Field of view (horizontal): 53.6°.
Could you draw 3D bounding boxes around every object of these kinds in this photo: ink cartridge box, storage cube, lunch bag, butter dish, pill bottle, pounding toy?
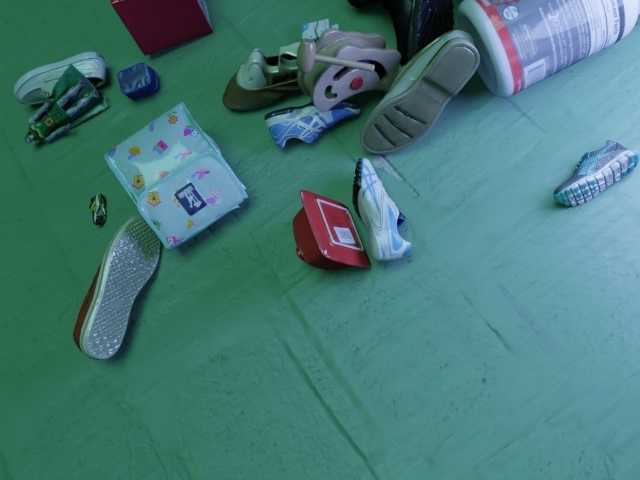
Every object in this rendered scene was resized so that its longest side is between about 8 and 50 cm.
[{"bbox_3d":[0.000,-0.494,1.501,0.083,0.028,0.048,-9,68,15],"label":"ink cartridge box"},{"bbox_3d":[-0.402,-0.617,1.588,0.193,0.215,0.184,-18,64,4],"label":"storage cube"},{"bbox_3d":[-0.310,-0.133,1.396,0.223,0.160,0.262,-34,72,-4],"label":"lunch bag"},{"bbox_3d":[0.000,0.000,1.260,0.118,0.160,0.160,-36,60,28],"label":"butter dish"},{"bbox_3d":[0.470,-0.448,1.223,0.362,0.210,0.210,-26,64,7],"label":"pill bottle"},{"bbox_3d":[0.057,-0.328,1.299,0.155,0.269,0.154,56,138,35],"label":"pounding toy"},{"bbox_3d":[-0.461,-0.398,1.601,0.098,0.065,0.067,-17,81,11],"label":"lunch bag"}]

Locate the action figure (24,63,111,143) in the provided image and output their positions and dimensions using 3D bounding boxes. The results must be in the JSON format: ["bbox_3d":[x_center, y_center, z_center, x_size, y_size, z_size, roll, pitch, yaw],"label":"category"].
[{"bbox_3d":[-0.674,-0.324,1.627,0.232,0.137,0.063,-37,20,11],"label":"action figure"}]

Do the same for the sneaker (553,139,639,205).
[{"bbox_3d":[0.502,-0.127,1.181,0.166,0.065,0.076,-30,47,2],"label":"sneaker"}]

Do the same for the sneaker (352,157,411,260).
[{"bbox_3d":[0.118,-0.064,1.274,0.086,0.085,0.237,-7,61,-12],"label":"sneaker"}]

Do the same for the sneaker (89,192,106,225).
[{"bbox_3d":[-0.537,-0.071,1.522,0.035,0.031,0.083,-18,60,26],"label":"sneaker"}]

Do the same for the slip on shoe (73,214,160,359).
[{"bbox_3d":[-0.450,0.095,1.383,0.101,0.123,0.331,-2,64,43],"label":"slip on shoe"}]

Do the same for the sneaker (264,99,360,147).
[{"bbox_3d":[-0.014,-0.264,1.401,0.211,0.080,0.081,-11,106,4],"label":"sneaker"}]

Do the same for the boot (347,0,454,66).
[{"bbox_3d":[0.155,-0.522,1.393,0.260,0.131,0.348,10,104,45],"label":"boot"}]

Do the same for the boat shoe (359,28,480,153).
[{"bbox_3d":[0.198,-0.298,1.286,0.302,0.113,0.103,-41,27,31],"label":"boat shoe"}]

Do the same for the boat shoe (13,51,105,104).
[{"bbox_3d":[-0.684,-0.405,1.666,0.267,0.096,0.088,-17,68,6],"label":"boat shoe"}]

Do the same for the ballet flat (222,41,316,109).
[{"bbox_3d":[-0.085,-0.389,1.436,0.342,0.124,0.116,-8,67,16],"label":"ballet flat"}]
